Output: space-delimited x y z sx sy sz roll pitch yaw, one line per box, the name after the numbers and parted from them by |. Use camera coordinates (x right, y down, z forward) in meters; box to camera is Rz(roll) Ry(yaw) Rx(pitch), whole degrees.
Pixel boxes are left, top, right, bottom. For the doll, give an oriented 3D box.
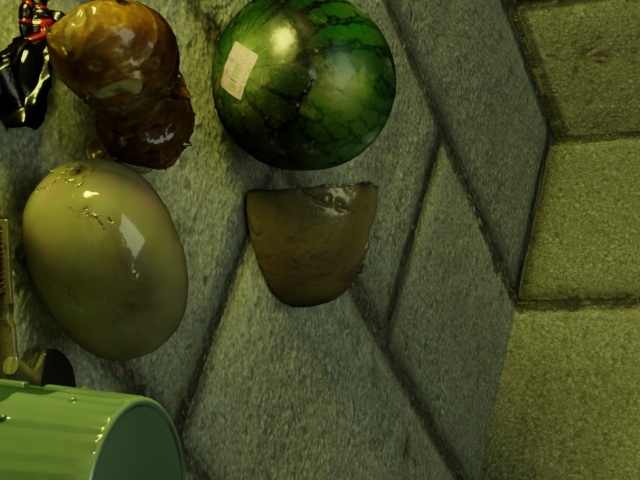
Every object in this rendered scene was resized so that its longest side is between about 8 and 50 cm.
-0.423 -0.255 1.959 0.127 0.088 0.248 31 49 -36 | doll

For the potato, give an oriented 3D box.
-0.010 0.016 2.621 0.189 0.211 0.264 -20 109 -64 | potato

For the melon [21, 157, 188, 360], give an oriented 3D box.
-0.315 0.026 1.985 0.223 0.223 0.317 -57 137 -49 | melon

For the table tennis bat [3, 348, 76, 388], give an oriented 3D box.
-0.401 0.217 1.958 0.246 0.022 0.138 63 30 -66 | table tennis bat

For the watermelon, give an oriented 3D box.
-0.028 -0.294 2.469 0.363 0.363 0.363 10 79 -63 | watermelon

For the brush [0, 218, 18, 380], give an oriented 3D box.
-0.455 0.094 1.904 0.036 0.043 0.248 -5 93 -56 | brush

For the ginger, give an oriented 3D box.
-0.277 -0.227 1.988 0.254 0.176 0.418 64 -5 4 | ginger

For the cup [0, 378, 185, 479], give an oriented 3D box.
-0.380 0.288 1.667 0.401 0.392 0.310 -65 148 -51 | cup

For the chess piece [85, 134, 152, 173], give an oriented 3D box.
-0.319 -0.143 2.169 0.122 0.066 0.066 4 85 -60 | chess piece
